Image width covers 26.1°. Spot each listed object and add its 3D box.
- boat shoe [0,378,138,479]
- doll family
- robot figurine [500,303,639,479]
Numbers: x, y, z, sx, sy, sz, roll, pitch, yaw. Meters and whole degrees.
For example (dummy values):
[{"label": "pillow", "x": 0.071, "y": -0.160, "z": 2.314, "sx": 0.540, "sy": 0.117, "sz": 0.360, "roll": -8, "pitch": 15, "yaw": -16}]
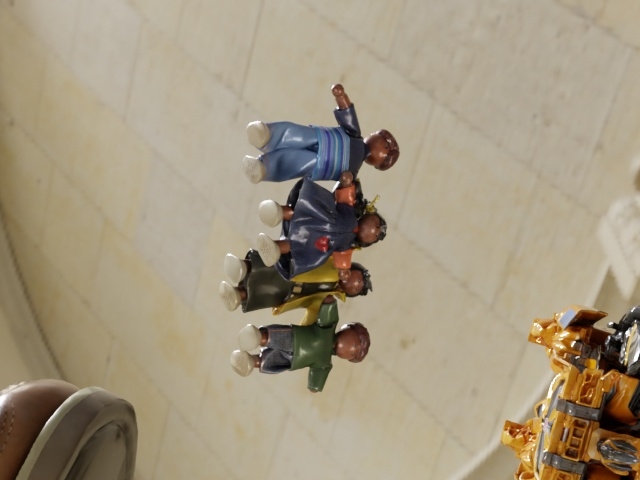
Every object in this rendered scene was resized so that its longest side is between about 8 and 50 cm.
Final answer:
[{"label": "boat shoe", "x": -0.167, "y": 0.178, "z": 0.519, "sx": 0.104, "sy": 0.307, "sz": 0.111, "roll": 27, "pitch": -168, "yaw": 15}, {"label": "doll family", "x": 0.000, "y": 0.000, "z": 0.877, "sx": 0.111, "sy": 0.193, "sz": 0.076, "roll": -2, "pitch": -152, "yaw": -32}, {"label": "robot figurine", "x": 0.209, "y": 0.146, "z": 1.126, "sx": 0.085, "sy": 0.211, "sz": 0.291, "roll": 15, "pitch": -177, "yaw": 2}]
